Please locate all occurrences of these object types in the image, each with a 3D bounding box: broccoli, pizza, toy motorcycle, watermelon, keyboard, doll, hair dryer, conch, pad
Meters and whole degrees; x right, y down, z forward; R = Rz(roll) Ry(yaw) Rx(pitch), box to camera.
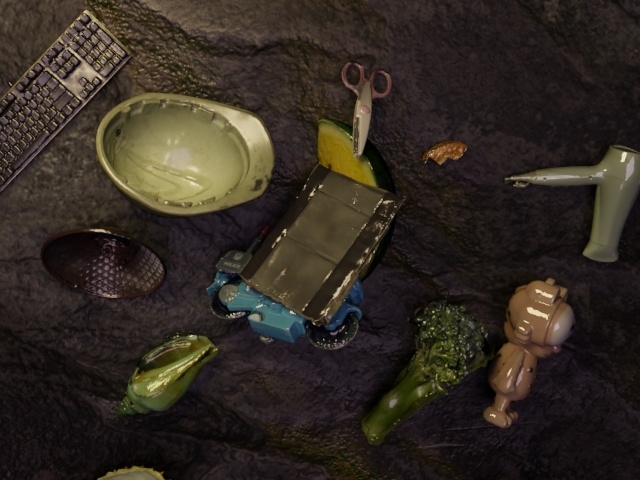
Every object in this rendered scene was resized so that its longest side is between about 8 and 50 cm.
[{"bbox_3d":[0.168,0.246,1.191,0.145,0.165,0.304,43,110,25],"label":"broccoli"},{"bbox_3d":[0.212,-0.149,1.142,0.083,0.016,0.037,-17,105,-7],"label":"pizza"},{"bbox_3d":[-0.045,0.076,1.069,0.272,0.182,0.123,12,139,26],"label":"toy motorcycle"},{"bbox_3d":[0.060,-0.058,1.108,0.129,0.123,0.300,-4,104,15],"label":"watermelon"},{"bbox_3d":[-0.435,-0.209,1.030,0.317,0.027,0.106,-45,106,5],"label":"keyboard"},{"bbox_3d":[0.366,0.197,1.196,0.119,0.154,0.277,23,110,28],"label":"doll"},{"bbox_3d":[0.433,-0.072,1.178,0.237,0.075,0.206,8,110,-2],"label":"hair dryer"},{"bbox_3d":[-0.269,0.232,1.145,0.095,0.079,0.200,42,78,-3],"label":"conch"},{"bbox_3d":[0.000,0.000,1.019,0.233,0.174,0.022,-57,149,-14],"label":"pad"}]

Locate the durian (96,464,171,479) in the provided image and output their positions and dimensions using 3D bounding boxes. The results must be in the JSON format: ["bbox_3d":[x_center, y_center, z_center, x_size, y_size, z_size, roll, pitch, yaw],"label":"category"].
[{"bbox_3d":[-0.346,0.480,1.166,0.252,0.139,0.144,-12,102,-4],"label":"durian"}]

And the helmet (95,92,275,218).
[{"bbox_3d":[-0.211,-0.108,1.033,0.258,0.137,0.204,6,65,-17],"label":"helmet"}]

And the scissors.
[{"bbox_3d":[0.068,-0.206,1.056,0.086,0.022,0.176,14,64,-13],"label":"scissors"}]

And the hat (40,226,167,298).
[{"bbox_3d":[-0.339,0.011,1.078,0.193,0.082,0.193,0,144,0],"label":"hat"}]
